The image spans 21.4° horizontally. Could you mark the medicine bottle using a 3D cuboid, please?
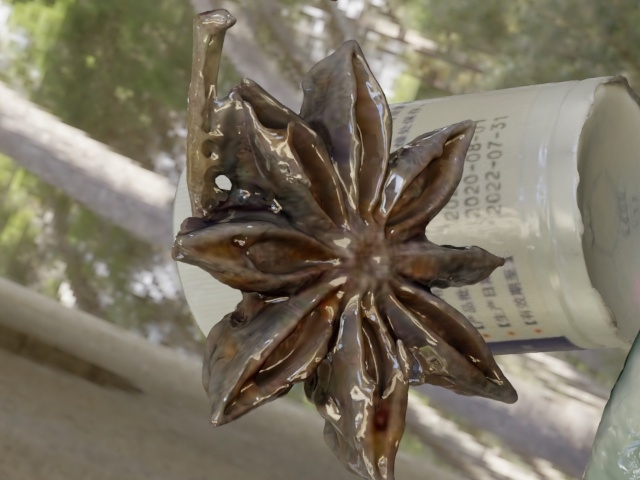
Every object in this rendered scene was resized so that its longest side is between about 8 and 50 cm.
[{"bbox_3d":[0.071,-0.007,1.236,0.190,0.332,0.189,16,-108,-59],"label":"medicine bottle"}]

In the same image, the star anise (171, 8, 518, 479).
[{"bbox_3d":[0.001,-0.001,0.847,0.262,0.081,0.230,51,-117,-20],"label":"star anise"}]

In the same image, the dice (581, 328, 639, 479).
[{"bbox_3d":[0.323,0.078,0.716,0.328,0.330,0.348,-48,-25,-29],"label":"dice"}]
